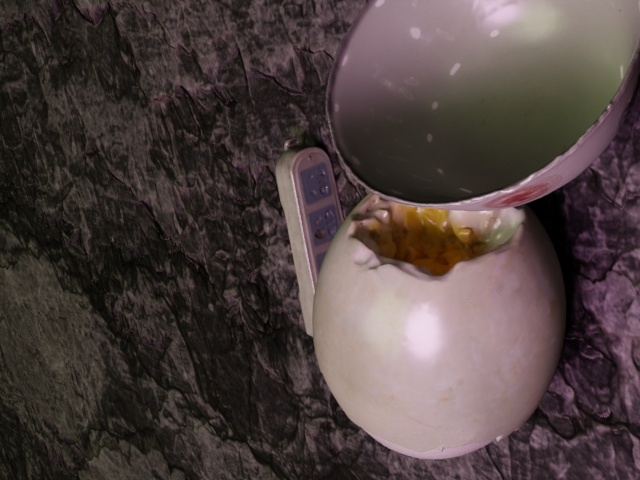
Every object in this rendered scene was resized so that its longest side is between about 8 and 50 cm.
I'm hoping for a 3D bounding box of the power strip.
[{"bbox_3d":[-0.002,-0.001,1.924,0.048,0.080,0.286,5,112,52],"label":"power strip"}]

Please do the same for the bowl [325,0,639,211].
[{"bbox_3d":[0.188,-0.146,1.379,0.337,0.337,0.157,34,176,45],"label":"bowl"}]

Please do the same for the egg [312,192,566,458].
[{"bbox_3d":[0.130,0.101,1.568,0.278,0.278,0.336,38,143,42],"label":"egg"}]
